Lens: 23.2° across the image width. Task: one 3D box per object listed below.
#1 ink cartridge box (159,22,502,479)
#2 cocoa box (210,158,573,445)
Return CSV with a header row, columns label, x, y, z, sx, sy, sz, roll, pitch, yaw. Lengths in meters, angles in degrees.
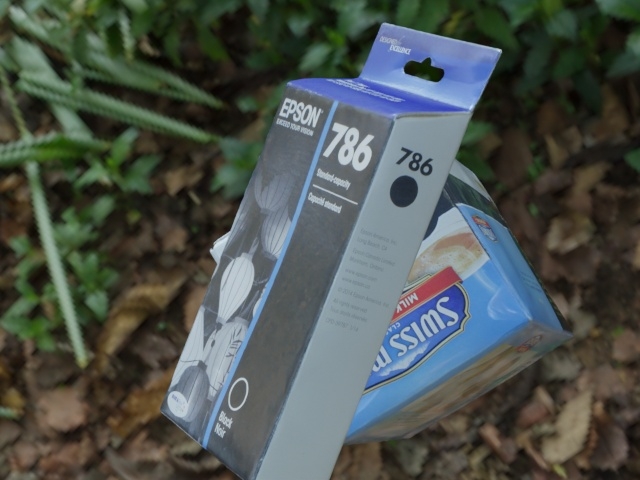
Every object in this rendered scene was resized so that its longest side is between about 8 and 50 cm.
label,x,y,z,sx,sy,sz,roll,pitch,yaw
ink cartridge box,0.000,0.000,1.088,0.165,0.065,0.332,24,93,59
cocoa box,0.088,0.056,1.575,0.231,0.347,0.228,-33,77,10
